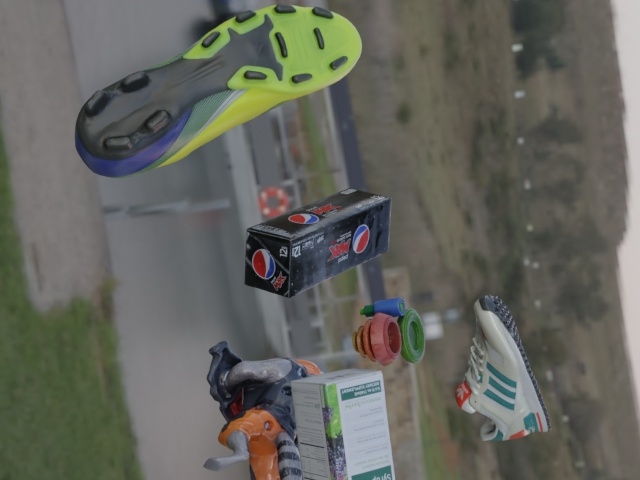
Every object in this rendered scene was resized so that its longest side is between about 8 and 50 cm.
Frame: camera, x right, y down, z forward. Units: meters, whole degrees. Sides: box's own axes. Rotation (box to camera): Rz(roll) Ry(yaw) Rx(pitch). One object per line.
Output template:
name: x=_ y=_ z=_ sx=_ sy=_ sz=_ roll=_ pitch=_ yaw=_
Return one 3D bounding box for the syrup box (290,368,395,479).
syrup box: x=0.035 y=0.295 z=1.782 sx=0.096 sy=0.093 sz=0.237 roll=-5 pitch=-87 yaw=58

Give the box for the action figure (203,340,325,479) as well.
action figure: x=-0.048 y=0.320 z=2.077 sx=0.341 sy=0.178 sz=0.330 roll=57 pitch=31 yaw=-27

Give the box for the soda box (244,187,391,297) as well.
soda box: x=0.000 y=0.000 z=1.270 sx=0.169 sy=0.053 sz=0.060 roll=-23 pitch=122 yaw=-51

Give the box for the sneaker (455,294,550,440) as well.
sneaker: x=0.154 y=0.124 z=1.222 sx=0.057 sy=0.075 sz=0.161 roll=-99 pitch=166 yaw=-55

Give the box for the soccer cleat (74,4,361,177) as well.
soccer cleat: x=-0.099 y=-0.142 z=1.283 sx=0.093 sy=0.289 sz=0.121 roll=63 pitch=-13 yaw=10

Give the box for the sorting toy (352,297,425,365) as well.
sorting toy: x=0.059 y=0.085 z=1.239 sx=0.102 sy=0.042 sz=0.061 roll=7 pitch=76 yaw=-63
